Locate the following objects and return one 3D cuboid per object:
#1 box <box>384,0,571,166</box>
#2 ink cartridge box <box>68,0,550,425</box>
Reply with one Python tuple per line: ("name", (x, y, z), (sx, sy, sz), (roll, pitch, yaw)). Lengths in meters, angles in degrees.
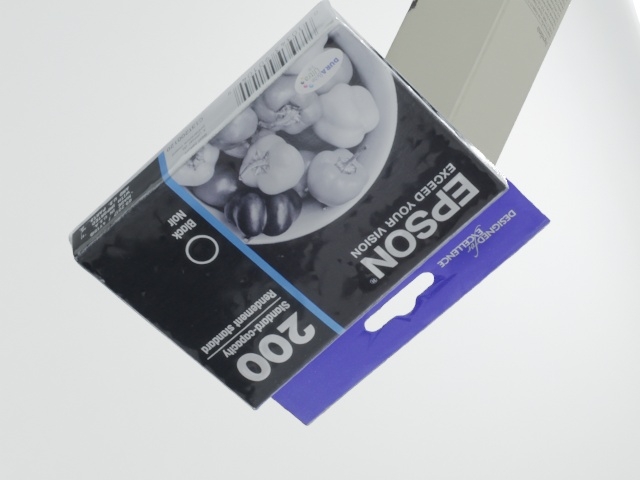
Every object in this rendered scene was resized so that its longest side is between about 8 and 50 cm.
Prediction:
("box", (0.122, -0.149, 1.545), (0.094, 0.275, 0.113), (19, -15, 31))
("ink cartridge box", (0.000, 0.000, 1.030), (0.208, 0.206, 0.045), (41, 16, -27))
